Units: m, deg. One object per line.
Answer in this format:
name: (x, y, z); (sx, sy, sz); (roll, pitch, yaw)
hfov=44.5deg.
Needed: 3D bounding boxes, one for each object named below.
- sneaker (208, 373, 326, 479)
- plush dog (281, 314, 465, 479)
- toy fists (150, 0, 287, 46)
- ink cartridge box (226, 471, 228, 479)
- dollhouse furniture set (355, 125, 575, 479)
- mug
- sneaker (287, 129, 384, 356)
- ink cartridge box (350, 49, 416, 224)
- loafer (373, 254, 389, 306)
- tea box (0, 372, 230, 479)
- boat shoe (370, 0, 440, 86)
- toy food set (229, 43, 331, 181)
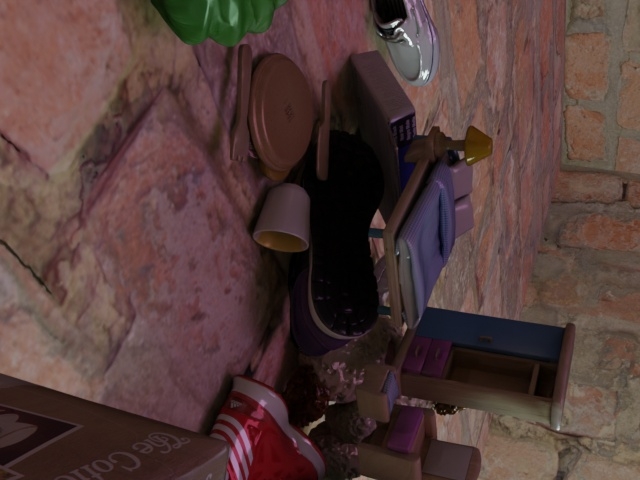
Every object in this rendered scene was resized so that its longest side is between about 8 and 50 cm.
sneaker: (-0.075, 0.260, 0.893); (0.128, 0.087, 0.221); (-56, 137, -29)
plush dog: (0.056, 0.174, 1.045); (0.225, 0.210, 0.262); (42, 55, -34)
toy fists: (-0.045, -0.277, 0.651); (0.279, 0.096, 0.142); (-57, 158, -28)
ink cartridge box: (-0.143, 0.255, 0.739); (0.122, 0.052, 0.089); (38, 65, -64)
dollhouse furniture set: (0.165, 0.067, 0.839); (0.286, 0.198, 0.303); (-58, 147, -48)
mug: (-0.043, -0.026, 0.866); (0.062, 0.078, 0.064); (23, 66, -32)
sneaker: (0.000, 0.000, 0.946); (0.124, 0.107, 0.283); (-43, -146, 53)
ink cartridge box: (0.096, -0.098, 1.012); (0.224, 0.045, 0.223); (-107, -175, -47)
loafer: (0.088, 0.080, 1.241); (0.039, 0.045, 0.125); (139, -28, -72)
tea box: (-0.224, 0.246, 0.323); (0.329, 0.220, 0.324); (-2, 102, -67)
boat shoe: (0.100, -0.303, 1.061); (0.076, 0.083, 0.226); (-45, 130, -35)
toy food set: (-0.050, -0.130, 0.825); (0.192, 0.038, 0.132); (6, 87, -62)
